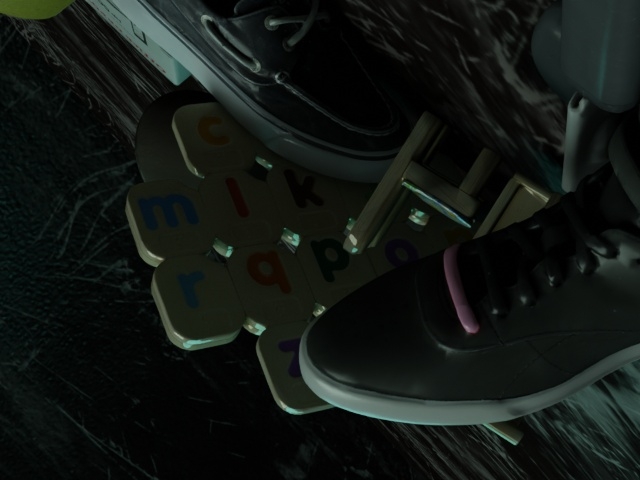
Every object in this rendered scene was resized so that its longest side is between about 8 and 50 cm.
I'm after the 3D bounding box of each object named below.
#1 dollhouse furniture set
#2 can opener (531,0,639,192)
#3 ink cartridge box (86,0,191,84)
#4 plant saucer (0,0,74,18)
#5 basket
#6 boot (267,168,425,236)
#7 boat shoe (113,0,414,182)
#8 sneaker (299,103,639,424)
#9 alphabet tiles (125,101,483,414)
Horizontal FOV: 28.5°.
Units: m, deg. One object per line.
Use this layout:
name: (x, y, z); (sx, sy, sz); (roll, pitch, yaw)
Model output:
dollhouse furniture set: (0.120, 0.049, 0.784); (0.212, 0.161, 0.242); (33, -173, 7)
can opener: (0.133, -0.105, 0.587); (0.093, 0.074, 0.280); (43, 170, 18)
ink cartridge box: (-0.161, -0.247, 1.179); (0.148, 0.086, 0.203); (44, 170, 5)
plant saucer: (-0.203, -0.291, 0.701); (0.333, 0.081, 0.333); (-22, 117, 43)
basket: (-0.090, -0.080, 1.417); (0.204, 0.154, 0.227); (48, 166, -21)
boot: (0.009, -0.047, 1.129); (0.222, 0.118, 0.338); (50, 176, -23)
boat shoe: (-0.040, -0.166, 0.996); (0.301, 0.108, 0.102); (41, 142, 11)
sneaker: (0.123, -0.008, 0.574); (0.147, 0.296, 0.104); (72, -173, -47)
alphabet tiles: (0.000, 0.000, 0.971); (0.278, 0.284, 0.021); (66, 151, 27)
